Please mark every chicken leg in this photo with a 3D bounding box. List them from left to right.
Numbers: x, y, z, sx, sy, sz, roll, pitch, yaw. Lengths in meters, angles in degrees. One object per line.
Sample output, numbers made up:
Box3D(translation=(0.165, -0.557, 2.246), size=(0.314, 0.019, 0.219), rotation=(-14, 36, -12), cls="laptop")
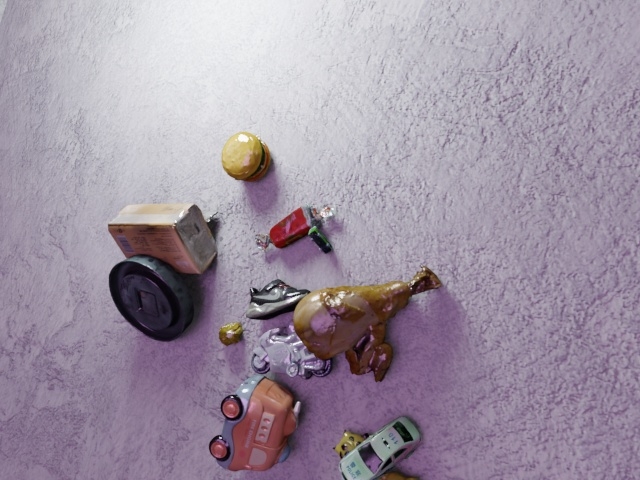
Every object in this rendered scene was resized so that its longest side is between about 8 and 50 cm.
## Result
Box3D(translation=(0.144, 0.220, 1.195), size=(0.409, 0.182, 0.295), rotation=(-27, 82, 5), cls="chicken leg")

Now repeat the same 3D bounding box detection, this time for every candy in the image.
Box3D(translation=(-0.084, -0.041, 1.371), size=(0.292, 0.059, 0.086), rotation=(-29, 73, 22), cls="candy")

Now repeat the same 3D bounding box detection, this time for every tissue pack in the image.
Box3D(translation=(-0.513, -0.029, 1.525), size=(0.306, 0.238, 0.238), rotation=(1, 84, 27), cls="tissue pack")

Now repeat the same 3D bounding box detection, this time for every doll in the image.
Box3D(translation=(0.161, 0.608, 1.159), size=(0.291, 0.086, 0.117), rotation=(29, 87, 29), cls="doll")

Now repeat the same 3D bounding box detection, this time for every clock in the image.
Box3D(translation=(-0.569, 0.196, 1.502), size=(0.319, 0.066, 0.319), rotation=(12, 120, 22), cls="clock")

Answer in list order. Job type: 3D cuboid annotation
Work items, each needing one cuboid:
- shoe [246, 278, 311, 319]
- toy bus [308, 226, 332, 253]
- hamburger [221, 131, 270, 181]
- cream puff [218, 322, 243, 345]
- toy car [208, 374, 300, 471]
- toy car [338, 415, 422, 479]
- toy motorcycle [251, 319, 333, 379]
Box3D(translation=(-0.135, 0.170, 1.357), size=(0.227, 0.099, 0.112), rotation=(-23, 67, 23), cls="shoe")
Box3D(translation=(0.000, 0.000, 1.317), size=(0.031, 0.037, 0.083), rotation=(-35, 111, 19), cls="toy bus")
Box3D(translation=(-0.240, -0.270, 1.443), size=(0.162, 0.115, 0.162), rotation=(-2, 86, 26), cls="hamburger")
Box3D(translation=(-0.294, 0.301, 1.437), size=(0.083, 0.058, 0.083), rotation=(22, 92, 28), cls="cream puff")
Box3D(translation=(-0.175, 0.538, 1.288), size=(0.212, 0.180, 0.270), rotation=(19, 96, 12), cls="toy car")
Box3D(translation=(0.150, 0.533, 1.122), size=(0.224, 0.076, 0.090), rotation=(-29, 53, -19), cls="toy car")
Box3D(translation=(-0.085, 0.317, 1.310), size=(0.260, 0.110, 0.171), rotation=(-3, 71, 21), cls="toy motorcycle")
